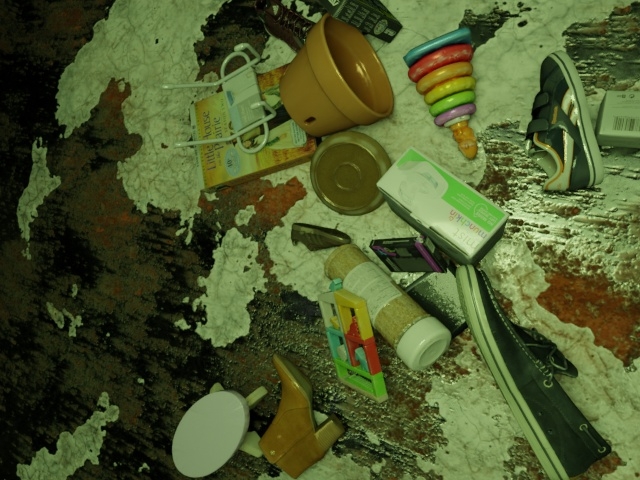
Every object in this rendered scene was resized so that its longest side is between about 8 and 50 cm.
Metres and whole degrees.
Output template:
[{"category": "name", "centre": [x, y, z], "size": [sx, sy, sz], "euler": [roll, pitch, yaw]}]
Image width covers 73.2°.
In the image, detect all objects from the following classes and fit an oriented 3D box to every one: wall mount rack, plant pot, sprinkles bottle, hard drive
[{"category": "wall mount rack", "centre": [-0.298, -0.415, 1.283], "size": [0.305, 0.130, 0.349], "euler": [-21, 75, 20]}, {"category": "plant pot", "centre": [0.029, -0.412, 1.145], "size": [0.204, 0.291, 0.290], "euler": [-24, 75, 37]}, {"category": "plant pot", "centre": [0.076, -0.174, 1.161], "size": [0.237, 0.032, 0.236], "euler": [8, 113, 19]}, {"category": "sprinkles bottle", "centre": [0.148, 0.147, 1.042], "size": [0.121, 0.121, 0.355], "euler": [-54, 48, 10]}, {"category": "hard drive", "centre": [0.270, 0.181, 1.082], "size": [0.255, 0.054, 0.172], "euler": [-42, 70, 14]}]

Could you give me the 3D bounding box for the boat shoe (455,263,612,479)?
[{"category": "boat shoe", "centre": [0.439, 0.263, 0.915], "size": [0.156, 0.187, 0.499], "euler": [-29, 88, 12]}]

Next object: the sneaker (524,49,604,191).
[{"category": "sneaker", "centre": [0.528, -0.267, 0.978], "size": [0.128, 0.126, 0.320], "euler": [-13, 81, 16]}]

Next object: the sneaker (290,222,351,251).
[{"category": "sneaker", "centre": [0.000, 0.000, 1.224], "size": [0.189, 0.066, 0.071], "euler": [16, 108, 29]}]

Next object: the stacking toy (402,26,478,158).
[{"category": "stacking toy", "centre": [0.330, -0.346, 1.078], "size": [0.166, 0.175, 0.301], "euler": [-17, 92, 22]}]

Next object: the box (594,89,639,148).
[{"category": "box", "centre": [0.664, -0.263, 0.939], "size": [0.101, 0.087, 0.101], "euler": [11, 88, 24]}]

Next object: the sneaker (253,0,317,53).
[{"category": "sneaker", "centre": [-0.092, -0.633, 1.265], "size": [0.282, 0.163, 0.106], "euler": [32, 98, 23]}]

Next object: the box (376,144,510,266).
[{"category": "box", "centre": [0.280, -0.063, 1.001], "size": [0.262, 0.231, 0.126], "euler": [42, 93, 22]}]

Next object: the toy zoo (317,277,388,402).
[{"category": "toy zoo", "centre": [0.070, 0.236, 1.073], "size": [0.192, 0.030, 0.292], "euler": [-1, 105, 62]}]

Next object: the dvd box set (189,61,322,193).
[{"category": "dvd box set", "centre": [-0.211, -0.347, 1.343], "size": [0.421, 0.062, 0.307], "euler": [-13, 79, 22]}]

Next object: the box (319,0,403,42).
[{"category": "box", "centre": [0.073, -0.642, 1.136], "size": [0.060, 0.270, 0.216], "euler": [-46, 69, 35]}]

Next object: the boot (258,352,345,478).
[{"category": "boot", "centre": [-0.099, 0.480, 1.176], "size": [0.211, 0.104, 0.295], "euler": [-42, 78, 5]}]

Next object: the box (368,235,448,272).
[{"category": "box", "centre": [0.215, 0.036, 1.065], "size": [0.162, 0.116, 0.029], "euler": [-4, 50, 43]}]

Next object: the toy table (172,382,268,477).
[{"category": "toy table", "centre": [-0.275, 0.526, 1.226], "size": [0.274, 0.161, 0.252], "euler": [-38, 71, 15]}]
